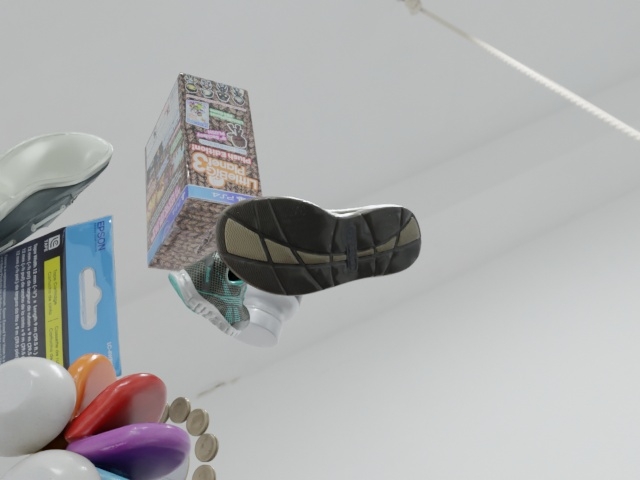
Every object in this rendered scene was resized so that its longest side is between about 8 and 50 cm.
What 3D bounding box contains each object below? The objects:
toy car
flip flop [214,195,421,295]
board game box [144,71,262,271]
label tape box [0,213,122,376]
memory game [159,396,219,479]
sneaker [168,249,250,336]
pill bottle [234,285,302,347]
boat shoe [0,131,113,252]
[{"bbox_3d":[-0.170,0.169,0.511,0.136,0.182,0.159,-23,-35,-13],"label":"toy car"},{"bbox_3d":[0.000,0.000,0.787,0.277,0.080,0.112,-5,-83,-35],"label":"flip flop"},{"bbox_3d":[-0.229,-0.120,1.247,0.141,0.291,0.232,9,-35,-29],"label":"board game box"},{"bbox_3d":[-0.418,0.137,0.958,0.348,0.249,0.115,-19,-27,10],"label":"label tape box"},{"bbox_3d":[-0.207,0.302,0.886,0.186,0.186,0.012,-45,-39,8],"label":"memory game"},{"bbox_3d":[-0.112,0.064,0.803,0.076,0.065,0.166,-38,-27,-1],"label":"sneaker"},{"bbox_3d":[-0.075,0.060,1.013,0.108,0.193,0.108,12,-32,8],"label":"pill bottle"},{"bbox_3d":[-0.445,-0.067,1.001,0.319,0.116,0.099,-47,-16,-46],"label":"boat shoe"}]
